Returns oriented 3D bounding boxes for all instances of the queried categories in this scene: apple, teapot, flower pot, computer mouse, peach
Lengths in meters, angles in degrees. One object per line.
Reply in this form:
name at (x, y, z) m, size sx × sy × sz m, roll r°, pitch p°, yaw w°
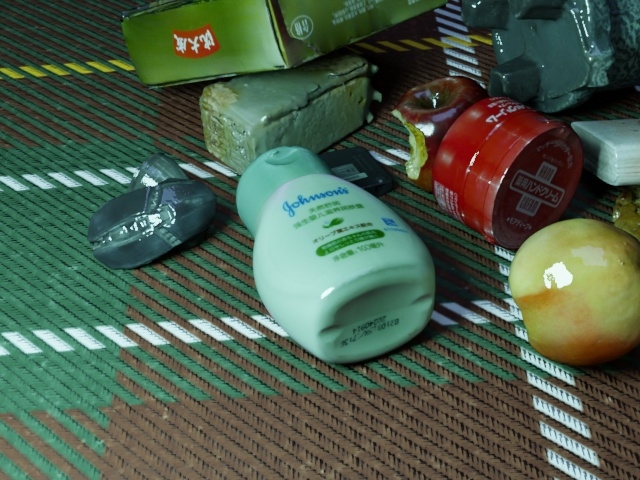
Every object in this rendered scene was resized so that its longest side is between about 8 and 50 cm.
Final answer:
apple at (0.193, -0.152, 1.612) m, size 0.147 × 0.158 × 0.156 m, roll -11°, pitch 37°, yaw 15°
teapot at (-0.234, -0.057, 1.611) m, size 0.091 × 0.124 × 0.092 m, roll 31°, pitch 6°, yaw 16°
flower pot at (0.402, -0.342, 1.734) m, size 0.283 × 0.299 × 0.299 m, roll -11°, pitch 38°, yaw -20°
computer mouse at (-0.235, -0.027, 1.536) m, size 0.192 × 0.106 × 0.062 m, roll -22°, pitch -1°, yaw -7°
peach at (0.319, 0.061, 1.305) m, size 0.184 × 0.184 × 0.184 m, roll -3°, pitch 38°, yaw 2°

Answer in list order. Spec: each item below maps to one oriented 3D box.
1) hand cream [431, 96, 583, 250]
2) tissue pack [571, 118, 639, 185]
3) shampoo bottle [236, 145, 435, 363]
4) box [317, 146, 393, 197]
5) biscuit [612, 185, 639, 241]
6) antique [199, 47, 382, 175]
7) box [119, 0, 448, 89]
hand cream at (0.258, -0.094, 1.506) m, size 0.193 × 0.193 × 0.125 m, roll -30°, pitch 45°, yaw -29°
tissue pack at (0.548, -0.138, 1.584) m, size 0.325 × 0.071 × 0.170 m, roll -5°, pitch 18°, yaw -7°
shampoo bottle at (0.000, 0.000, 1.443) m, size 0.222 × 0.151 × 0.349 m, roll -19°, pitch 40°, yaw -15°
box at (0.033, -0.100, 1.665) m, size 0.126 × 0.027 × 0.125 m, roll -17°, pitch 39°, yaw -16°
biscuit at (0.516, -0.028, 1.515) m, size 0.226 × 0.042 × 0.226 m, roll -3°, pitch 37°, yaw 2°
antique at (-0.034, -0.211, 1.734) m, size 0.284 × 0.125 × 0.150 m, roll -27°, pitch 45°, yaw -26°
box at (-0.056, -0.387, 1.815) m, size 0.373 × 0.138 × 0.420 m, roll 3°, pitch 25°, yaw 45°
